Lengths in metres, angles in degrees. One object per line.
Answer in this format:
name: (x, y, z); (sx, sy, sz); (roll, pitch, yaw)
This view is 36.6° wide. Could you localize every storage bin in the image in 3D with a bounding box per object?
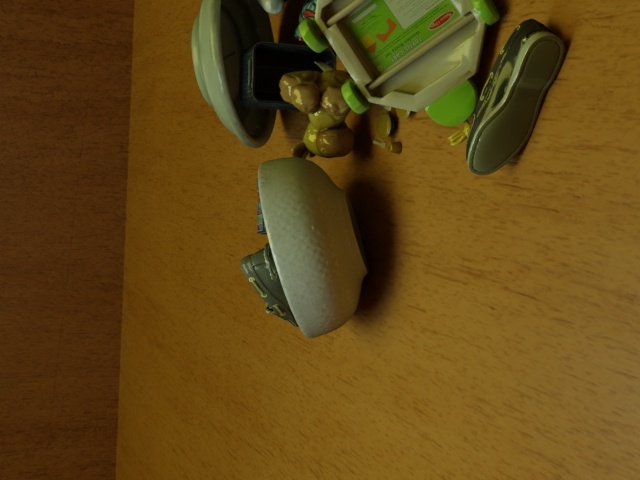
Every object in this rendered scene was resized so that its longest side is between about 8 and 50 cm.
storage bin: (-0.068, -0.332, 1.974); (0.084, 0.180, 0.122); (-177, 88, -67)

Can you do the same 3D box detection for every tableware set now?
tableware set: (0.137, -0.230, 1.708); (0.104, 0.024, 0.154); (35, 120, 58)

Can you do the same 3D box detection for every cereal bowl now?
cereal bowl: (0.000, 0.000, 1.781); (0.339, 0.141, 0.338); (-16, -90, -84)

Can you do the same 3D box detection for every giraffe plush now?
giraffe plush: (0.012, -0.227, 1.812); (0.210, 0.181, 0.170); (-94, 6, -66)

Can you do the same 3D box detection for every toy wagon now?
toy wagon: (0.140, -0.303, 1.483); (0.267, 0.068, 0.344); (-32, 95, 25)

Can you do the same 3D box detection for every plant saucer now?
plant saucer: (-0.194, -0.397, 2.093); (0.400, 0.101, 0.400); (-3, -90, -75)

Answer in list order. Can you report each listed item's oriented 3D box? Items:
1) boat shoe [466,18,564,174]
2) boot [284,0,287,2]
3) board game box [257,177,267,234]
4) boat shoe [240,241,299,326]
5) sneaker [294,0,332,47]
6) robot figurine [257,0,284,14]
boat shoe: (0.263, -0.198, 1.356); (0.227, 0.081, 0.068); (-65, 30, 30)
boot: (-0.128, -0.602, 2.241); (0.236, 0.085, 0.178); (118, 141, -48)
board game box: (-0.096, -0.086, 2.209); (0.201, 0.035, 0.136); (175, 96, -66)
boat shoe: (-0.077, 0.098, 1.934); (0.305, 0.091, 0.109); (65, -168, -59)
sneaker: (0.016, -0.441, 1.885); (0.262, 0.104, 0.125); (-147, 63, -62)
robot figurine: (-0.071, -0.604, 1.928); (0.353, 0.200, 0.299); (-111, 37, -63)
